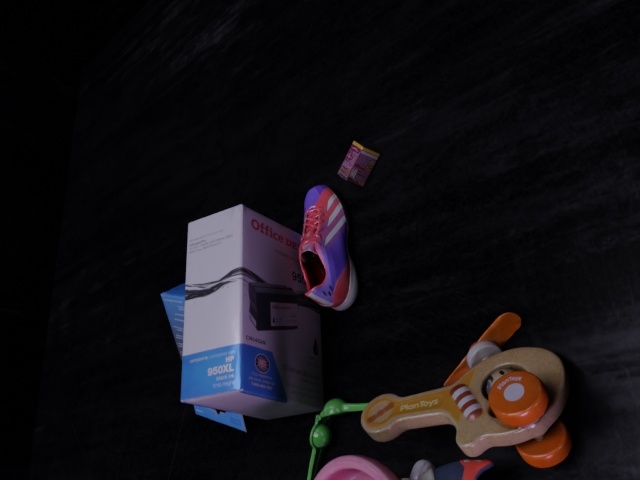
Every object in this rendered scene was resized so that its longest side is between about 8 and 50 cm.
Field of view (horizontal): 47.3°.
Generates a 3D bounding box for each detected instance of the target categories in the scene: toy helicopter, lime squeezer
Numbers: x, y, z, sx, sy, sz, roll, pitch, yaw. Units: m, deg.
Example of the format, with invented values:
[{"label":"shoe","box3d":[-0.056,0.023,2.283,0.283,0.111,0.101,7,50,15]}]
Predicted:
[{"label":"toy helicopter","box3d":[0.228,0.252,1.202,0.355,0.140,0.235,-18,35,27]},{"label":"lime squeezer","box3d":[0.031,0.395,1.488,0.110,0.059,0.310,42,111,17]}]

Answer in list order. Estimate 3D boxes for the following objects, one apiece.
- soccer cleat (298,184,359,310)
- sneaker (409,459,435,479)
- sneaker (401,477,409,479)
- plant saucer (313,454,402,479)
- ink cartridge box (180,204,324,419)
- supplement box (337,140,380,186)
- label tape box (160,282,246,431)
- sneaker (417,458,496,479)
[{"label":"soccer cleat","box3d":[0.000,0.000,1.610,0.108,0.116,0.318,-36,51,36]},{"label":"sneaker","box3d":[0.204,0.478,1.228,0.094,0.080,0.212,-12,73,35]},{"label":"sneaker","box3d":[0.141,0.493,1.280,0.058,0.152,0.085,-11,108,20]},{"label":"plant saucer","box3d":[0.083,0.508,1.150,0.332,0.084,0.332,-15,72,57]},{"label":"ink cartridge box","box3d":[-0.140,0.160,1.566,0.166,0.285,0.395,-17,63,30]},{"label":"supplement box","box3d":[0.085,-0.170,1.623,0.043,0.055,0.083,43,109,50]},{"label":"label tape box","box3d":[-0.250,0.273,1.789,0.240,0.105,0.334,1,109,50]},{"label":"sneaker","box3d":[0.271,0.498,1.096,0.148,0.131,0.350,-25,66,12]}]
